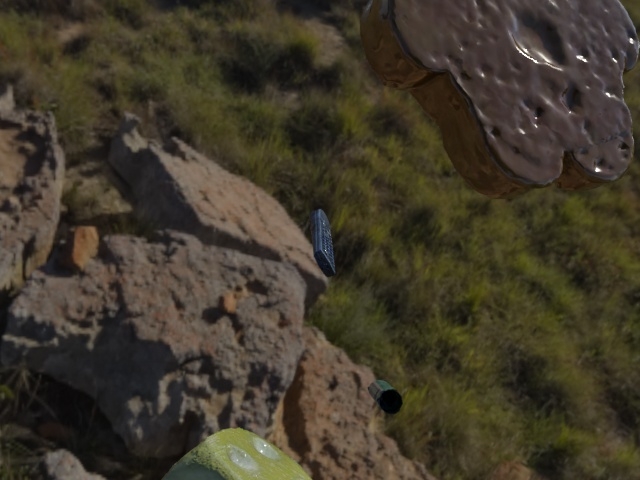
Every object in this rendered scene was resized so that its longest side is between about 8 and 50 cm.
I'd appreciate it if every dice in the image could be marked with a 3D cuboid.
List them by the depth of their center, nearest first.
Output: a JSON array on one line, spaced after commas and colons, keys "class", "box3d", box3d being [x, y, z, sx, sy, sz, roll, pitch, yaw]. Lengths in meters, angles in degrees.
[{"class": "dice", "box3d": [-0.095, 0.319, 0.828, 0.166, 0.169, 0.169, 40, 6, 18]}]

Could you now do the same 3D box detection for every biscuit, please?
[{"class": "biscuit", "box3d": [0.084, -0.159, 0.414, 0.202, 0.044, 0.289, -13, 83, -30]}]

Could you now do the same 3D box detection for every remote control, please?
[{"class": "remote control", "box3d": [0.002, 0.000, 1.099, 0.027, 0.044, 0.152, -21, 25, 6]}]

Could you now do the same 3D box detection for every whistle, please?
[{"class": "whistle", "box3d": [0.100, 0.243, 1.211, 0.039, 0.039, 0.186, 16, -5, 0]}]
